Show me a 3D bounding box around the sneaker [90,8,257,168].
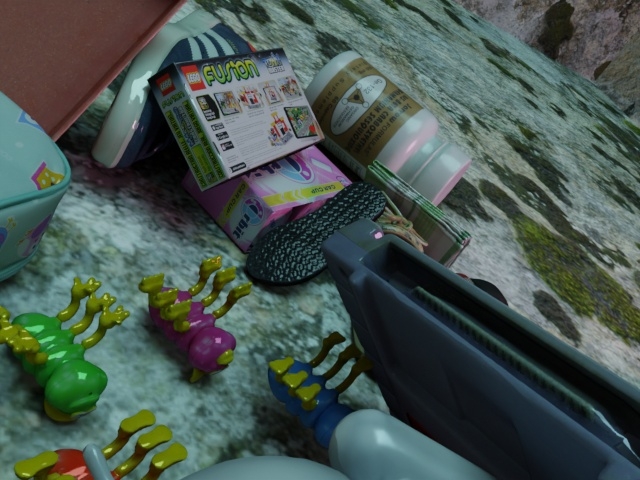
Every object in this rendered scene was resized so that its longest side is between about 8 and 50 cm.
[{"bbox_3d":[-0.125,-0.154,0.816,0.148,0.131,0.350,33,31,-10],"label":"sneaker"}]

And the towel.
[{"bbox_3d":[0.110,-0.024,0.924,0.152,0.113,0.023,39,68,10],"label":"towel"}]

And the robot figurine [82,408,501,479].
[{"bbox_3d":[0.025,0.226,0.319,0.353,0.200,0.300,33,47,-14],"label":"robot figurine"}]

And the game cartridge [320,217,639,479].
[{"bbox_3d":[0.129,0.142,0.479,0.068,0.230,0.355,-28,30,-16],"label":"game cartridge"}]

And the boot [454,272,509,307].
[{"bbox_3d":[0.158,0.102,0.789,0.244,0.088,0.176,11,36,-51],"label":"boot"}]

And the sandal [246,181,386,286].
[{"bbox_3d":[0.000,0.000,0.768,0.179,0.040,0.067,-35,67,-32],"label":"sandal"}]

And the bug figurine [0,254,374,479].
[{"bbox_3d":[-0.097,0.107,0.512,0.216,0.072,0.279,43,33,26],"label":"bug figurine"}]

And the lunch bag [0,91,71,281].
[{"bbox_3d":[-0.331,-0.068,0.481,0.279,0.108,0.224,39,31,7],"label":"lunch bag"}]

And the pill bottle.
[{"bbox_3d":[0.088,-0.144,1.029,0.229,0.131,0.131,41,29,10],"label":"pill bottle"}]

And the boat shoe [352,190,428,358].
[{"bbox_3d":[0.085,0.031,0.805,0.105,0.089,0.285,23,30,-21],"label":"boat shoe"}]

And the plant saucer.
[{"bbox_3d":[-0.283,-0.214,0.675,0.259,0.258,0.048,38,-13,3],"label":"plant saucer"}]

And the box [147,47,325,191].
[{"bbox_3d":[-0.074,-0.128,0.745,0.114,0.036,0.207,65,30,-5],"label":"box"}]

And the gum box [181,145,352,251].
[{"bbox_3d":[-0.047,-0.060,0.826,0.107,0.062,0.188,45,30,17],"label":"gum box"}]
